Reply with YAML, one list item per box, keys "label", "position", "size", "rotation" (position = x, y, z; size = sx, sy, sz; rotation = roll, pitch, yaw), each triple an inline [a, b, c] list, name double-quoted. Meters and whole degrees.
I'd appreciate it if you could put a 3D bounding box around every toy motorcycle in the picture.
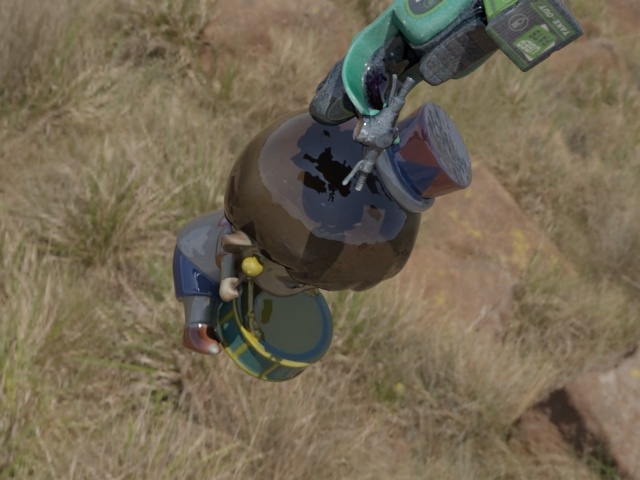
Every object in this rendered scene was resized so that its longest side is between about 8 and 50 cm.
- label: "toy motorcycle"
  position: [0.061, -0.107, 0.571]
  size: [0.058, 0.173, 0.100]
  rotation: [39, 33, -32]

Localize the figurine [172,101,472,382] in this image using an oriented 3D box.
- label: "figurine"
  position: [-0.006, -0.007, 0.744]
  size: [0.158, 0.275, 0.161]
  rotation: [48, 47, 2]
